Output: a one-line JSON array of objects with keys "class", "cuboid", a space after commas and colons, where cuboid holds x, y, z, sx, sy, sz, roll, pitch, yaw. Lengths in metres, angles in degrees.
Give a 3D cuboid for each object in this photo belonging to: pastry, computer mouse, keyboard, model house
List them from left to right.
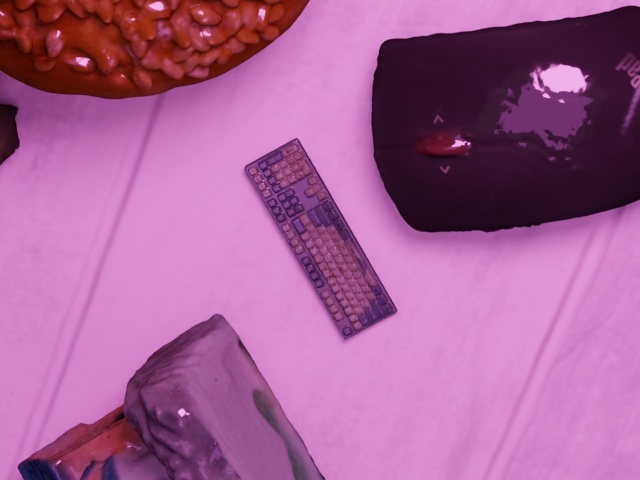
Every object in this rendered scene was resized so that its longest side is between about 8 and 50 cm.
[{"class": "pastry", "cuboid": [-0.168, -0.300, 1.445, 0.410, 0.245, 0.409, 0, 110, 1]}, {"class": "model house", "cuboid": [-0.166, 0.270, 1.641, 0.325, 0.194, 0.267, -28, 99, 17]}, {"class": "keyboard", "cuboid": [0.000, 0.000, 1.633, 0.055, 0.014, 0.176, -28, 99, 11]}, {"class": "computer mouse", "cuboid": [0.175, -0.096, 1.539, 0.269, 0.100, 0.170, -7, 101, 10]}]

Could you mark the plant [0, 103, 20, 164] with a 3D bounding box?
[{"class": "plant", "cuboid": [-0.396, -0.051, 1.575, 0.312, 0.215, 0.213, -17, 98, 9]}]
